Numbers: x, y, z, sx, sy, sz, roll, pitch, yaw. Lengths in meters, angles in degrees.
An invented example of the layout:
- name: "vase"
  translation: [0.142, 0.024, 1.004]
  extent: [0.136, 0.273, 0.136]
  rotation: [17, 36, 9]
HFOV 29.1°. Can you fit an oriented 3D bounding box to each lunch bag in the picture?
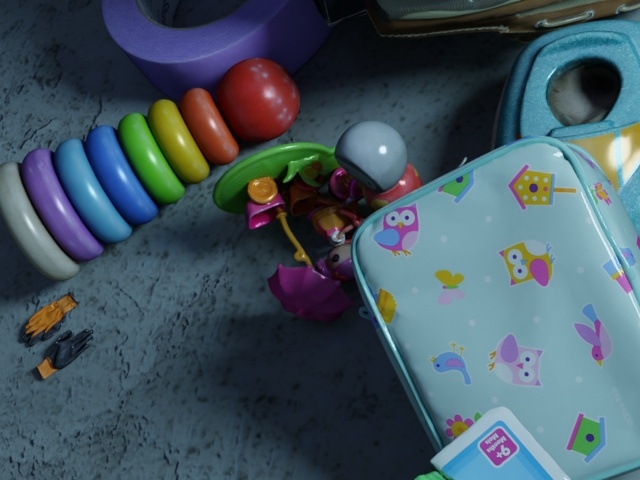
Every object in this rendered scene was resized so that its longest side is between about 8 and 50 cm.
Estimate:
- name: "lunch bag"
  translation: [0.158, 0.065, 0.993]
  extent: [0.224, 0.108, 0.279]
  rotation: [-27, 84, 22]

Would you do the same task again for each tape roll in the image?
- name: "tape roll"
  translation: [-0.110, -0.292, 1.412]
  extent: [0.274, 0.090, 0.275]
  rotation: [-12, 57, 20]

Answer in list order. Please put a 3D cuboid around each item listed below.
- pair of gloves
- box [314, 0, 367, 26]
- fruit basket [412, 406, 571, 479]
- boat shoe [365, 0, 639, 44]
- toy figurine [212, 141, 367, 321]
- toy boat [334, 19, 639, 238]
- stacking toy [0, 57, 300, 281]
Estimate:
- name: "pair of gloves"
  translation: [-0.281, 0.101, 1.316]
  extent: [0.074, 0.010, 0.083]
  rotation: [-38, 54, 1]
- name: "box"
  translation: [0.133, -0.543, 1.262]
  extent: [0.471, 0.297, 0.480]
  rotation: [-20, 54, -3]
- name: "fruit basket"
  translation: [0.121, 0.351, 0.868]
  extent: [0.327, 0.165, 0.353]
  rotation: [-42, 68, 4]
- name: "boat shoe"
  translation: [0.204, -0.239, 1.168]
  extent: [0.323, 0.120, 0.123]
  rotation: [-15, 50, -6]
- name: "toy figurine"
  translation: [0.000, 0.000, 1.197]
  extent: [0.173, 0.130, 0.159]
  rotation: [-15, 68, -12]
- name: "toy boat"
  translation: [0.178, -0.077, 1.110]
  extent: [0.318, 0.148, 0.268]
  rotation: [-11, 58, 20]
- name: "stacking toy"
  translation: [-0.173, -0.092, 1.305]
  extent: [0.330, 0.141, 0.141]
  rotation: [-29, 54, 3]
